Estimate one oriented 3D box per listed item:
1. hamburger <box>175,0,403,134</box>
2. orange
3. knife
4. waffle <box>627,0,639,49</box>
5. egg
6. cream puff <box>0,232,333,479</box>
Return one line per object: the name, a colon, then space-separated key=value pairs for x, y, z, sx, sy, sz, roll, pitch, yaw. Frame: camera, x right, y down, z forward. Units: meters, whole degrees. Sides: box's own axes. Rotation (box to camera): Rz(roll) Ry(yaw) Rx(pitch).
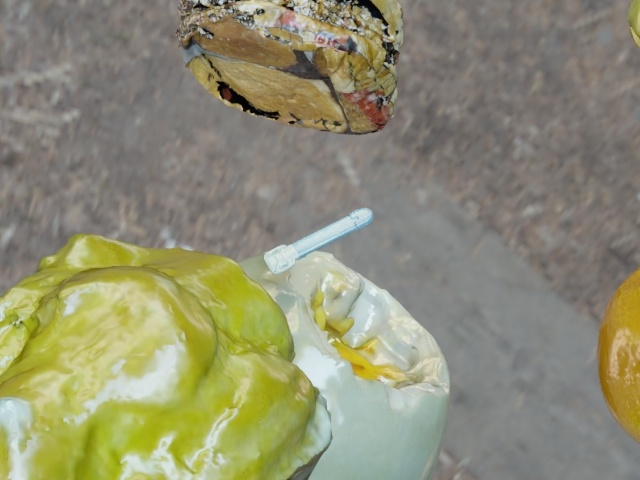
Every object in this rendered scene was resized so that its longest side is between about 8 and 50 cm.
hamburger: x=-0.027 y=-0.185 z=1.862 sx=0.231 sy=0.231 sz=0.107 roll=17 pitch=71 yaw=-8
orange: x=0.259 y=0.070 z=1.296 sx=0.159 sy=0.159 sz=0.136 roll=-56 pitch=131 yaw=-31
knife: x=0.000 y=0.000 z=1.565 sx=0.096 sy=0.010 sz=0.027 roll=-27 pitch=47 yaw=-5
waffle: x=0.250 y=-0.091 z=0.710 sx=0.291 sy=0.291 sz=0.051 roll=16 pitch=62 yaw=-8
egg: x=-0.055 y=0.183 z=1.674 sx=0.278 sy=0.336 sz=0.278 roll=33 pitch=17 yaw=-12
cream puff: x=-0.186 y=0.132 z=1.202 sx=0.378 sy=0.378 sz=0.275 roll=-37 pitch=78 yaw=-29
